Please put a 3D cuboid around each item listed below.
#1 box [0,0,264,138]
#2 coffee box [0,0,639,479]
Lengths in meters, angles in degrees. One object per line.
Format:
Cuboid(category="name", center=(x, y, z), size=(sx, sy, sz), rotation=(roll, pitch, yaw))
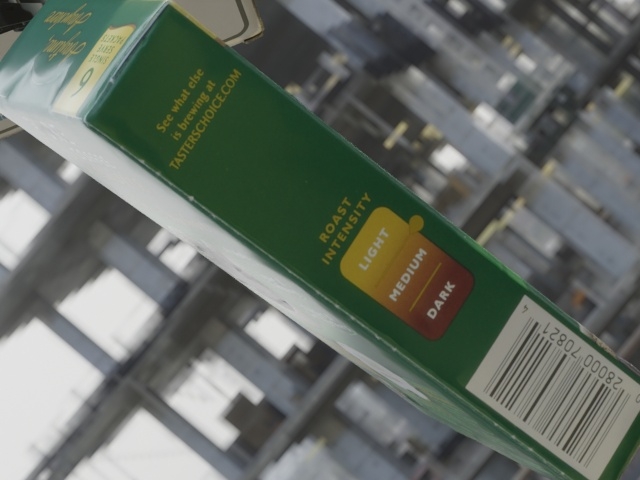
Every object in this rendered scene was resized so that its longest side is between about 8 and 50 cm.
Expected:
Cuboid(category="box", center=(-0.140, -0.166, 0.737), size=(0.169, 0.087, 0.290), rotation=(-23, -31, 0))
Cuboid(category="coffee box", center=(0.000, 0.000, 0.501), size=(0.040, 0.184, 0.113), rotation=(-56, 22, -6))
